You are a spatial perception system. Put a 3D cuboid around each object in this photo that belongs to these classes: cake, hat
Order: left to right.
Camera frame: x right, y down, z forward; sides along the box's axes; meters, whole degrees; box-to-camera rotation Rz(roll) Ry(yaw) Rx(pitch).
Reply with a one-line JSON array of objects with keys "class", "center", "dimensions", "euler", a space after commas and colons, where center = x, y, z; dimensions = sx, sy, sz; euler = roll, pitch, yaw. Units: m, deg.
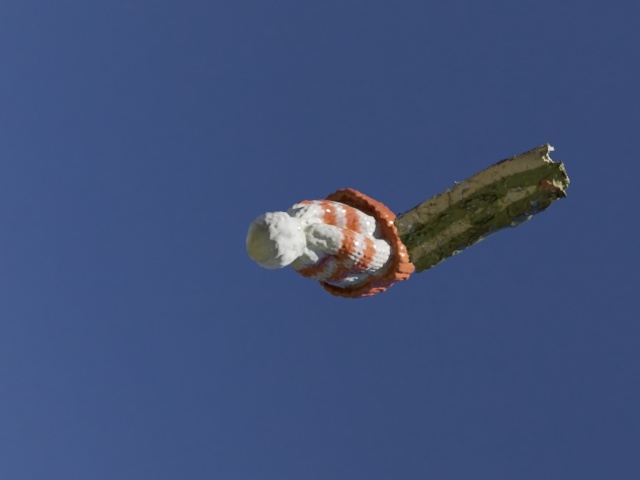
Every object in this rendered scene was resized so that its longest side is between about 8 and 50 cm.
[{"class": "hat", "center": [0.000, 0.000, 1.529], "dimensions": [0.112, 0.162, 0.093], "euler": [40, -75, 34]}, {"class": "cake", "center": [0.116, -0.023, 1.265], "dimensions": [0.140, 0.055, 0.051], "euler": [-28, -89, 32]}]
